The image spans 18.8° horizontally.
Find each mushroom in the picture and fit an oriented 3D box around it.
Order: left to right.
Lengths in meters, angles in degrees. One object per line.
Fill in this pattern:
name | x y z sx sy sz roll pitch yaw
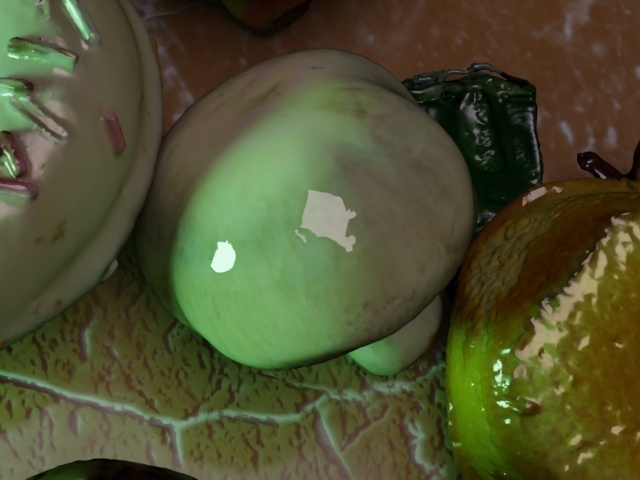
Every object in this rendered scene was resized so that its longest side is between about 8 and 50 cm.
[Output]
mushroom | 0.000 0.000 1.350 0.234 0.254 0.260 62 39 -31

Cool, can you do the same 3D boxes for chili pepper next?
chili pepper | 0.112 -0.042 1.456 0.108 0.062 0.216 0 70 -5

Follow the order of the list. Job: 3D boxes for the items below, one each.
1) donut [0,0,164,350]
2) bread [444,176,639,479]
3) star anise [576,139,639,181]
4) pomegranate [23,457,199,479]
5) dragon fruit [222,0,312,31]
donut | -0.296 -0.087 1.293 0.383 0.142 0.382 -2 65 5
bread | 0.212 0.088 1.362 0.268 0.146 0.268 0 91 -14
star anise | 0.253 -0.045 1.485 0.140 0.158 0.144 35 33 -8
pomegranate | -0.115 0.283 1.221 0.242 0.242 0.306 -29 119 -20
dragon fruit | -0.022 -0.300 1.443 0.305 0.226 0.305 -6 71 19
